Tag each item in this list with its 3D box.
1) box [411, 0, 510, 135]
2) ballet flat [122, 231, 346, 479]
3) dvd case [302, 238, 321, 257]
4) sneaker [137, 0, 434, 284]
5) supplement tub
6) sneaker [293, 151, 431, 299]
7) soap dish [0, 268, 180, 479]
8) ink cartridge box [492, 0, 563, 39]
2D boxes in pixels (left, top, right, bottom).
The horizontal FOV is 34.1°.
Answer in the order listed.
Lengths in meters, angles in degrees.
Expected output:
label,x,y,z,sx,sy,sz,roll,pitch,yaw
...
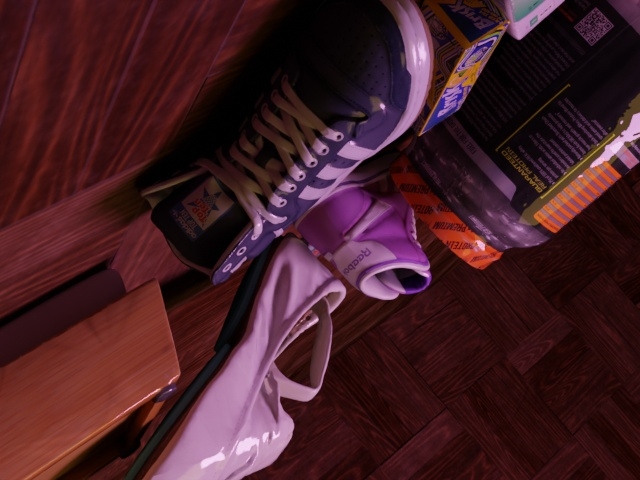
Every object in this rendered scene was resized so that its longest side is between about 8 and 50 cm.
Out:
label,x,y,z,sx,sy,sz,roll,pitch,yaw
box,0.109,-0.161,0.937,0.054,0.059,0.169,-34,169,-17
ballet flat,-0.067,0.144,1.059,0.139,0.139,0.400,-49,-171,42
dvd case,0.000,0.000,1.393,0.087,0.013,0.119,-35,170,-25
sneaker,-0.033,-0.064,0.734,0.153,0.099,0.282,-36,173,-31
supplement tub,0.250,-0.136,1.142,0.338,0.207,0.207,-42,170,16
sneaker,0.076,-0.008,1.217,0.102,0.161,0.282,-47,169,28
soap dish,-0.258,0.165,0.862,0.291,0.118,0.229,-32,168,-34
ink cartridge box,0.237,-0.281,0.903,0.224,0.056,0.181,-40,171,10
